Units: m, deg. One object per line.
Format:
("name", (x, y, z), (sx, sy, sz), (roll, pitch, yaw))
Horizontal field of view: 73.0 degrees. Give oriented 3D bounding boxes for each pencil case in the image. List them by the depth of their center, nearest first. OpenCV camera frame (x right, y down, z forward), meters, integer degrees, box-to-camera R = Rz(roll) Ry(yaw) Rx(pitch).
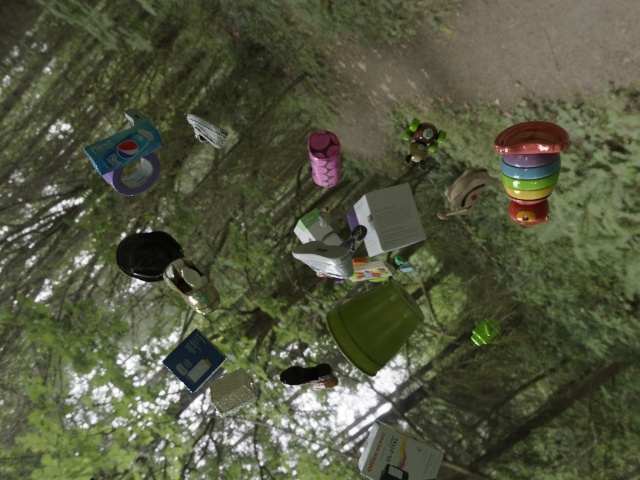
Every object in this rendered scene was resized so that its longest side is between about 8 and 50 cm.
("pencil case", (0.010, -0.216, 1.138), (0.209, 0.095, 0.098), (89, -178, -79))

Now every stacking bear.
("stacking bear", (0.589, -0.169, 1.219), (0.164, 0.175, 0.289), (-57, -40, -45))

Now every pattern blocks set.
("pattern blocks set", (0.182, 0.120, 1.661), (0.285, 0.324, 0.026), (24, -124, -49))

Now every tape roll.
("tape roll", (-0.688, -0.263, 1.572), (0.080, 0.189, 0.189), (39, -175, 23))
("tape roll", (0.271, -0.133, 2.195), (0.275, 0.274, 0.090), (-100, -7, -73))

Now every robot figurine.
("robot figurine", (0.611, 0.334, 1.595), (0.067, 0.115, 0.101), (46, 180, 33))

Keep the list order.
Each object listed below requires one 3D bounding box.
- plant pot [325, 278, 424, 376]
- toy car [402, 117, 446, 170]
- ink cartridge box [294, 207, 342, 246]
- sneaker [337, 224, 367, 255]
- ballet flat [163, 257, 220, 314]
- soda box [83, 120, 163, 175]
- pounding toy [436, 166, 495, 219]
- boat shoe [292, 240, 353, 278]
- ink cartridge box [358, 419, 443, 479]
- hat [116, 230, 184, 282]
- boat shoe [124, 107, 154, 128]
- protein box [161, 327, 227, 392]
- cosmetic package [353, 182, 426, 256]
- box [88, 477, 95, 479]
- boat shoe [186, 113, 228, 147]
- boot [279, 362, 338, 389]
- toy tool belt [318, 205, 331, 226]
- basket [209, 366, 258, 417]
("plant pot", (0.274, 0.373, 2.000), (0.366, 0.353, 0.366), (45, -166, -15))
("toy car", (0.424, -0.393, 1.840), (0.155, 0.189, 0.149), (22, 158, -4))
("ink cartridge box", (0.000, 0.000, 2.204), (0.273, 0.114, 0.198), (53, 161, 6))
("sneaker", (0.097, 0.011, 1.298), (0.052, 0.135, 0.058), (46, -164, 11))
("ballet flat", (-0.445, 0.123, 1.444), (0.348, 0.123, 0.123), (30, 174, 45))
("soda box", (-0.597, -0.285, 1.323), (0.071, 0.210, 0.067), (41, 153, 29))
("pounding toy", (0.643, -0.174, 1.866), (0.154, 0.269, 0.155), (17, -144, -38))
("boat shoe", (0.003, 0.055, 1.118), (0.227, 0.079, 0.081), (11, 125, 56))
("ink cartridge box", (0.199, 0.555, 1.090), (0.175, 0.128, 0.072), (23, 169, 5))
("hat", (-0.862, 0.113, 2.183), (0.331, 0.331, 0.134), (42, -168, -30))
("boat shoe", (-0.643, -0.405, 1.563), (0.183, 0.065, 0.083), (44, 149, 34))
("protein box", (-0.565, 0.542, 1.968), (0.200, 0.201, 0.136), (43, 164, 4))
("cosmetic package", (0.214, -0.061, 1.362), (0.151, 0.151, 0.184), (135, 119, -77))
("box", (-0.550, 0.721, 1.103), (0.207, 0.036, 0.114), (48, -174, -6))
("boat shoe", (-0.483, -0.456, 1.809), (0.267, 0.088, 0.096), (32, -169, 32))
("boot", (-0.052, 0.695, 2.172), (0.280, 0.264, 0.096), (76, 176, -59))
("toy tool belt", (0.008, -0.095, 1.720), (0.052, 0.051, 0.083), (-32, -59, -56))
("basket", (-0.352, 0.605, 1.733), (0.103, 0.167, 0.113), (64, 176, -36))
